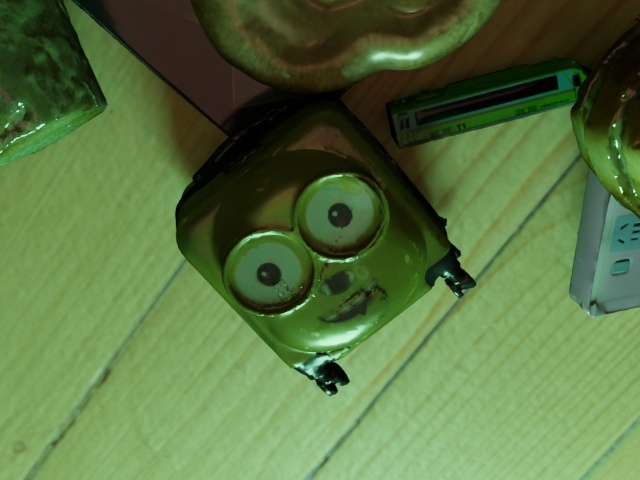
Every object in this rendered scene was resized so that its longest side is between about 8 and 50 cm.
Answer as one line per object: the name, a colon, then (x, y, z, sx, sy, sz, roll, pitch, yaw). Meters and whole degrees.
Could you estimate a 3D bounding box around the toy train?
toy train: (0.164, -0.132, 0.839, 0.209, 0.044, 0.042, -15, 111, 1)

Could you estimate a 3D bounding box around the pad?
pad: (-0.080, -0.194, 0.825, 0.243, 0.004, 0.163, 41, 104, -16)

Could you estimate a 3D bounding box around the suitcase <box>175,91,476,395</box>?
suitcase: (0.000, 0.000, 0.827, 0.194, 0.143, 0.235, -38, 110, 11)

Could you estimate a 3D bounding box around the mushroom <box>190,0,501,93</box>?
mushroom: (0.024, -0.243, 0.737, 0.278, 0.146, 0.278, -2, 116, -4)

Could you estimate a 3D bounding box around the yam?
yam: (-0.284, -0.181, 0.741, 0.161, 0.161, 0.268, -18, 108, 4)

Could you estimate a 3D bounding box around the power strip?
power strip: (0.296, -0.057, 0.856, 0.109, 0.037, 0.279, -8, 117, -23)

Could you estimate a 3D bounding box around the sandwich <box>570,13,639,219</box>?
sandwich: (0.359, -0.123, 0.771, 0.254, 0.099, 0.288, 37, 95, -34)
